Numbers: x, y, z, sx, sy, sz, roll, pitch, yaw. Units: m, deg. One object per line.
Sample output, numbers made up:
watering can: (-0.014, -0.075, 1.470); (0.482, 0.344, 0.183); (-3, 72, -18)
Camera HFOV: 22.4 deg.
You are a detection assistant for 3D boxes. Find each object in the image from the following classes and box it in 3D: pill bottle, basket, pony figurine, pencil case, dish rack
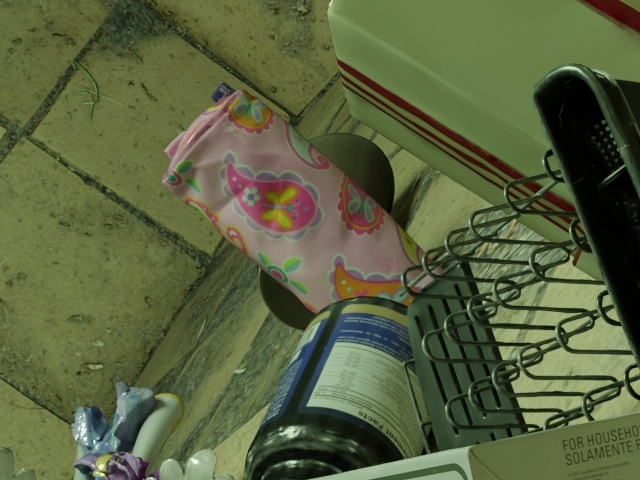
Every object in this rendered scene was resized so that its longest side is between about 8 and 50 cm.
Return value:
pill bottle: (0.016, 0.150, 1.196); (0.123, 0.123, 0.219); (-47, 10, 40)
basket: (0.000, 0.000, 1.850); (0.204, 0.154, 0.227); (-53, 11, 19)
pony figurine: (-0.214, 0.300, 1.557); (0.363, 0.303, 0.350); (-77, -8, -62)
pencil case: (-0.018, -0.015, 1.499); (0.124, 0.284, 0.124); (-49, 5, 6)
dish rack: (0.113, 0.063, 0.799); (0.271, 0.074, 0.208); (-45, 56, 51)

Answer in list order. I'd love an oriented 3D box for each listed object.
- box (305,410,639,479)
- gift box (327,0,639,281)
box: (0.054, 0.133, 0.682); (0.169, 0.087, 0.290); (-7, -10, -30)
gift box: (0.182, -0.126, 0.969); (0.255, 0.258, 0.276); (-56, -12, -2)
